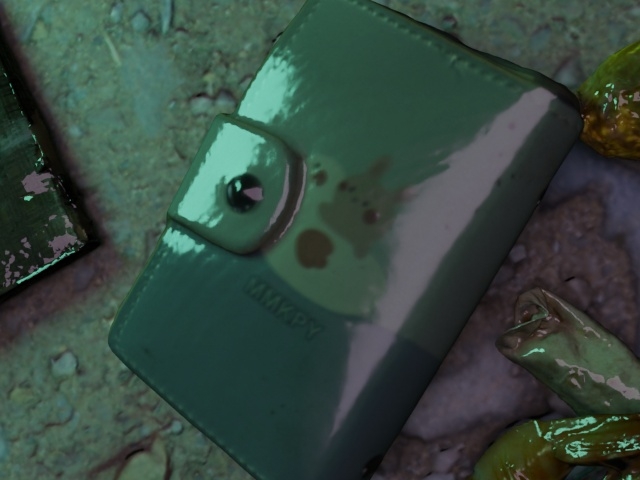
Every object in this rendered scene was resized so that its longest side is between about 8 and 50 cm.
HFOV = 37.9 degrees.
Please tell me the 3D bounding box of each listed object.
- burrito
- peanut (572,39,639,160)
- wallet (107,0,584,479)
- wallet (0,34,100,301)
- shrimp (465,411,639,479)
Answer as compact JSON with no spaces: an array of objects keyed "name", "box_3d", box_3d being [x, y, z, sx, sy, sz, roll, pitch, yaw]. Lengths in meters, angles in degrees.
[{"name":"burrito","box_3d":[0.233,0.140,0.637,0.275,0.059,0.082,43,127,16]},{"name":"peanut","box_3d":[0.276,-0.112,0.644,0.206,0.087,0.087,-18,81,10]},{"name":"wallet","box_3d":[0.000,0.000,0.693,0.252,0.083,0.360,33,98,22]},{"name":"wallet","box_3d":[-0.327,-0.094,0.819,0.169,0.044,0.317,-29,80,6]},{"name":"shrimp","box_3d":[0.184,0.170,0.611,0.145,0.061,0.267,52,132,20]}]
